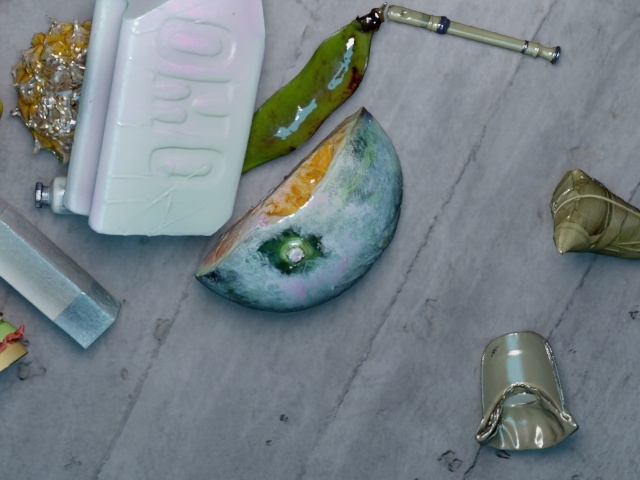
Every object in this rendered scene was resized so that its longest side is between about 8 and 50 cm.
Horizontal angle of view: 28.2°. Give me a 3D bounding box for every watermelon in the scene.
[{"bbox_3d":[-0.001,0.002,1.692,0.188,0.175,0.322,40,107,-12],"label":"watermelon"}]

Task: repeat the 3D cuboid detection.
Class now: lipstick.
[{"bbox_3d":[-0.416,0.015,1.760,0.068,0.066,0.317,-43,104,15],"label":"lipstick"}]

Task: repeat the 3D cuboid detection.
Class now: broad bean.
[{"bbox_3d":[-0.020,-0.183,1.684,0.077,0.061,0.339,43,104,-6],"label":"broad bean"}]

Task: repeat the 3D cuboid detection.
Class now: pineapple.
[{"bbox_3d":[-0.312,-0.187,1.681,0.225,0.076,0.224,0,108,1],"label":"pineapple"}]

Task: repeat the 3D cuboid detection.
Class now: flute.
[{"bbox_3d":[0.199,-0.271,1.668,0.233,0.027,0.027,14,110,-4],"label":"flute"}]

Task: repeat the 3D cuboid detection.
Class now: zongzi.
[{"bbox_3d":[0.387,0.009,1.690,0.189,0.178,0.081,31,125,-11],"label":"zongzi"}]

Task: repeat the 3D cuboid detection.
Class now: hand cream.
[{"bbox_3d":[-0.271,-0.059,1.745,0.234,0.050,0.080,2,110,-9],"label":"hand cream"}]

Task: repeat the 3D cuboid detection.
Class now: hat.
[{"bbox_3d":[0.296,0.217,1.833,0.147,0.085,0.175,-4,88,14],"label":"hat"}]

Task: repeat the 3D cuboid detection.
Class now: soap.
[{"bbox_3d":[-0.189,-0.186,1.612,0.208,0.115,0.346,0,109,-38],"label":"soap"}]

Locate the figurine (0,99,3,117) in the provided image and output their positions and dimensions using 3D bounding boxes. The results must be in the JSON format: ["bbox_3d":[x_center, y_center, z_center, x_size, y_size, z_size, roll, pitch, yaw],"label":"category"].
[{"bbox_3d":[-0.506,-0.173,1.622,0.228,0.215,0.215,43,105,-11],"label":"figurine"}]

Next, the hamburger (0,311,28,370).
[{"bbox_3d":[-0.501,0.144,1.760,0.175,0.175,0.137,-37,94,13],"label":"hamburger"}]
